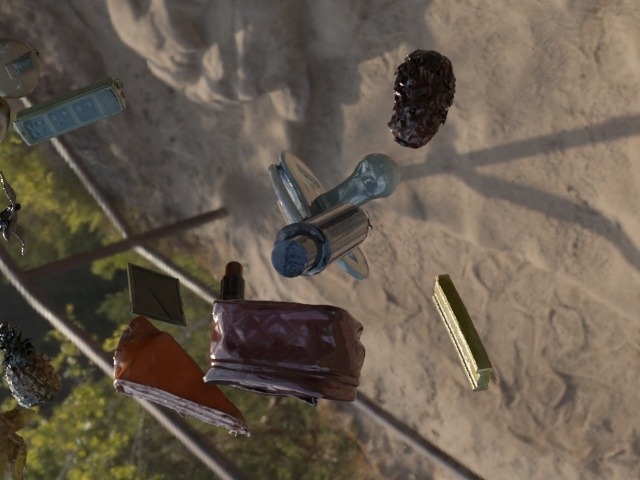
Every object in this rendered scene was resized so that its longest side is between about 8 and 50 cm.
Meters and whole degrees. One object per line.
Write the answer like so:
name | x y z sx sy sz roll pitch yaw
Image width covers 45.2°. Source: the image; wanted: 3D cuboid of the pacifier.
pacifier | 0.034 -0.079 1.348 0.226 0.238 0.287 -36 50 10

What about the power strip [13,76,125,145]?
power strip | -0.571 -0.293 1.747 0.052 0.272 0.078 -109 -1 -51

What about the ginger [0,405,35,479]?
ginger | -0.387 0.225 0.780 0.157 0.216 0.102 19 118 36

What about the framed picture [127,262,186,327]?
framed picture | -0.311 0.103 1.455 0.011 0.109 0.149 -57 31 23

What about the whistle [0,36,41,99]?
whistle | -0.565 -0.278 1.313 0.057 0.220 0.107 12 130 38

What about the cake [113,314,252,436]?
cake | -0.243 0.261 1.333 0.287 0.135 0.098 36 140 7

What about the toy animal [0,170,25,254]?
toy animal | -0.671 -0.045 1.654 0.062 0.108 0.220 10 126 11

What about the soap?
soap | 0.298 0.191 1.632 0.092 0.037 0.252 87 168 -51

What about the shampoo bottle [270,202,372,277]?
shampoo bottle | 0.000 0.000 0.935 0.072 0.214 0.072 4 102 19

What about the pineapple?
pineapple | -0.627 0.256 1.620 0.108 0.108 0.198 7 125 50

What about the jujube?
jujube | 0.160 -0.217 1.194 0.104 0.104 0.166 -8 63 53

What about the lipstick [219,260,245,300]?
lipstick | -0.222 0.170 1.920 0.300 0.081 0.081 -92 14 -48

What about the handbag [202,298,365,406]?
handbag | -0.052 0.160 1.088 0.225 0.146 0.135 2 76 23

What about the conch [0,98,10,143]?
conch | -0.738 -0.285 1.528 0.368 0.197 0.249 64 -172 23
